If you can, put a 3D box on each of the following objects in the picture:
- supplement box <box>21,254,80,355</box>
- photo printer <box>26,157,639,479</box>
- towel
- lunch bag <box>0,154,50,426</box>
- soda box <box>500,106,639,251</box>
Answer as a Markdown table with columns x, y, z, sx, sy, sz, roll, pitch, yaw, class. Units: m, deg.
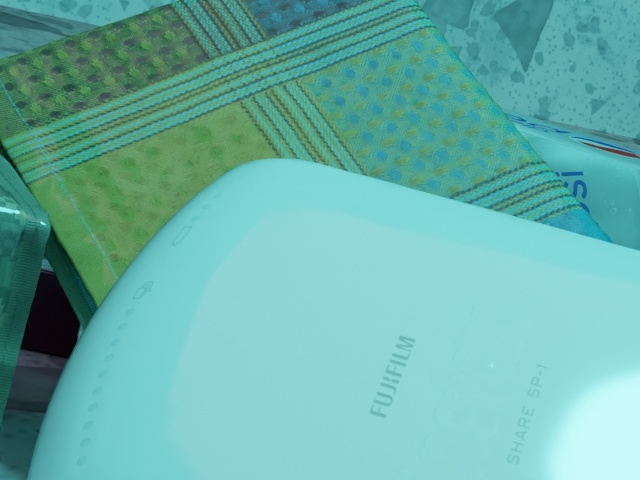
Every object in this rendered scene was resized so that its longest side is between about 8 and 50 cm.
| x | y | z | sx | sy | sz | roll | pitch | yaw | class |
| --- | --- | --- | --- | --- | --- | --- | --- | --- | --- |
| -0.176 | 0.036 | 1.169 | 0.043 | 0.055 | 0.083 | 12 | 12 | -8 | supplement box |
| 0.040 | 0.093 | 0.757 | 0.308 | 0.107 | 0.256 | 16 | 48 | 10 | photo printer |
| 0.000 | 0.000 | 0.931 | 0.271 | 0.040 | 0.370 | -21 | 55 | -20 | towel |
| -0.301 | -0.005 | 0.931 | 0.235 | 0.169 | 0.287 | 8 | 17 | -27 | lunch bag |
| 0.110 | -0.026 | 1.049 | 0.286 | 0.091 | 0.098 | 21 | 12 | 27 | soda box |
